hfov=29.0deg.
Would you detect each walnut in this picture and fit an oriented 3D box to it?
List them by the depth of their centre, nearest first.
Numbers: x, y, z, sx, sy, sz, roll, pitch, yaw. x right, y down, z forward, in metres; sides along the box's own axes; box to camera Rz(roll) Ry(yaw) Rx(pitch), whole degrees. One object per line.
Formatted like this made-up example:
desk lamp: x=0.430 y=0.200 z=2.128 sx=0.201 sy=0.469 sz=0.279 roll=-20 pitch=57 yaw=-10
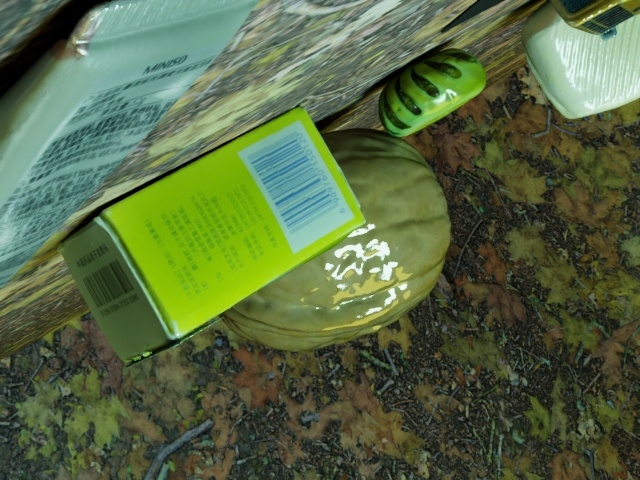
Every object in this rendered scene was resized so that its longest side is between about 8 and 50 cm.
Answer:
walnut: x=0.001 y=0.002 z=1.500 sx=0.312 sy=0.252 sz=0.277 roll=-18 pitch=178 yaw=-14

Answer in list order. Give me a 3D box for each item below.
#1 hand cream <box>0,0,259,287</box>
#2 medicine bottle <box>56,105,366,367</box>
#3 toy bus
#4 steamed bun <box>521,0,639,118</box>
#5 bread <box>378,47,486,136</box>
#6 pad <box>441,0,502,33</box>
hand cream: x=-0.158 y=-0.016 z=0.576 sx=0.340 sy=0.078 sz=0.124 roll=-40 pitch=174 yaw=35
medicine bottle: x=-0.099 y=-0.004 z=1.158 sx=0.250 sy=0.141 sz=0.137 roll=-30 pitch=-176 yaw=-32
toy bus: x=0.225 y=-0.215 z=0.968 sx=0.103 sy=0.091 sz=0.182 roll=-28 pitch=178 yaw=20
steamed bun: x=0.362 y=-0.267 z=1.540 sx=0.238 sy=0.170 sz=0.152 roll=-31 pitch=-160 yaw=2
bread: x=0.122 y=-0.171 z=1.423 sx=0.130 sy=0.071 sz=0.139 roll=-33 pitch=180 yaw=-7
pad: x=0.223 y=-0.268 z=1.159 sx=0.163 sy=0.004 sz=0.243 roll=-31 pitch=-179 yaw=-23
